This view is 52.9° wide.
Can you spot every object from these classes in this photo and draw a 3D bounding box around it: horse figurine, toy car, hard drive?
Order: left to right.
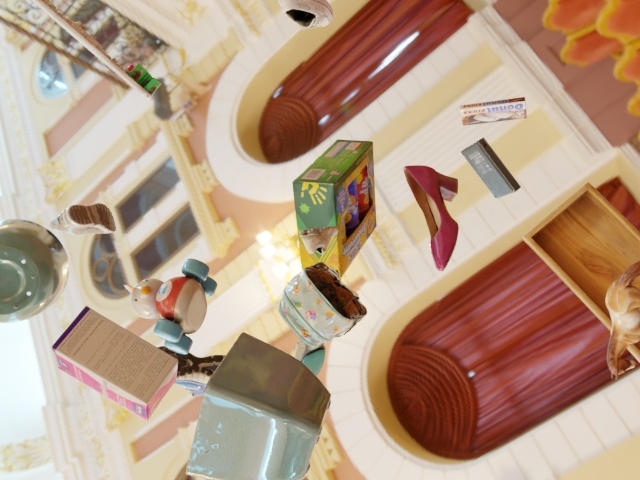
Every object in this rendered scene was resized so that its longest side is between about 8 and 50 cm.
[{"bbox_3d":[-0.438,0.158,1.749,0.210,0.238,0.219,84,-157,-64],"label":"toy car"},{"bbox_3d":[0.371,-0.156,1.407,0.135,0.022,0.094,53,168,-2],"label":"hard drive"},{"bbox_3d":[0.649,0.140,1.323,0.066,0.175,0.263,-134,25,-59],"label":"horse figurine"}]

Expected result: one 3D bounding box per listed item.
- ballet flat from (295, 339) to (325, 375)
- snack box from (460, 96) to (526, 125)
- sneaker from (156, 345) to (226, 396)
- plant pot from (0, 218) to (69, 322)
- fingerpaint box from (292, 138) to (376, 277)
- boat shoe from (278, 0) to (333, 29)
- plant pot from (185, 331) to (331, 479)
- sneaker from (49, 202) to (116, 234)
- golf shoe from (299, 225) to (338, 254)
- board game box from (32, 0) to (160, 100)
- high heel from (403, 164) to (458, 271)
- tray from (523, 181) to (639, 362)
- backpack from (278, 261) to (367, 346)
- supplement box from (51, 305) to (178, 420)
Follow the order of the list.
[{"bbox_3d":[-0.029,0.277,1.732,0.086,0.248,0.086,6,-140,-5],"label":"ballet flat"},{"bbox_3d":[0.490,-0.365,1.824,0.064,0.179,0.022,65,-152,-47],"label":"snack box"},{"bbox_3d":[-0.419,0.433,2.033,0.330,0.147,0.129,11,-140,-3],"label":"sneaker"},{"bbox_3d":[-0.849,0.092,1.751,0.293,0.293,0.235,46,171,-15],"label":"plant pot"},{"bbox_3d":[0.071,-0.128,2.394,0.445,0.163,0.370,-50,-39,-55],"label":"fingerpaint box"},{"bbox_3d":[-0.038,-0.520,1.478,0.226,0.083,0.075,0,-101,-60],"label":"boat shoe"},{"bbox_3d":[-0.119,0.395,1.439,0.253,0.246,0.248,17,-158,6],"label":"plant pot"},{"bbox_3d":[-0.816,-0.070,2.224,0.281,0.115,0.105,18,-126,-72],"label":"sneaker"},{"bbox_3d":[0.000,0.000,1.966,0.176,0.069,0.085,-12,-89,-55],"label":"golf shoe"},{"bbox_3d":[-0.563,-0.497,1.554,0.390,0.050,0.390,41,178,-24],"label":"board game box"},{"bbox_3d":[0.328,-0.074,2.005,0.182,0.127,0.377,15,-130,-6],"label":"high heel"},{"bbox_3d":[0.709,0.079,1.546,0.411,0.203,0.076,50,-172,15],"label":"tray"},{"bbox_3d":[-0.004,0.137,1.359,0.165,0.144,0.188,51,-173,9],"label":"backpack"},{"bbox_3d":[-0.408,0.248,1.292,0.220,0.111,0.113,28,-125,5],"label":"supplement box"}]
